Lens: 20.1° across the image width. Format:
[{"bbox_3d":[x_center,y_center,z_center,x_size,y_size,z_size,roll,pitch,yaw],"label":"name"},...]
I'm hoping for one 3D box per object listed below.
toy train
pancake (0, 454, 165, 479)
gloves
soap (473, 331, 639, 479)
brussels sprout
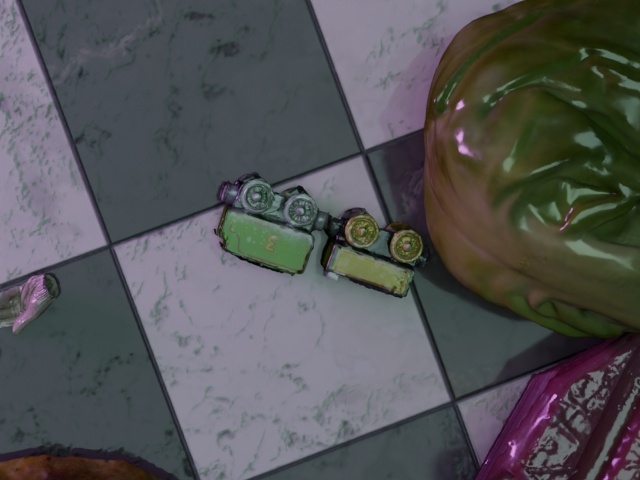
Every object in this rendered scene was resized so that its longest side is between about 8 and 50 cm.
[{"bbox_3d":[0.000,0.000,1.656,0.202,0.060,0.081,18,96,-6],"label":"toy train"},{"bbox_3d":[-0.236,0.338,1.633,0.427,0.067,0.305,29,90,-8],"label":"pancake"},{"bbox_3d":[-0.263,0.056,1.637,0.081,0.037,0.044,-22,57,10],"label":"gloves"},{"bbox_3d":[0.261,0.219,1.653,0.220,0.127,0.325,30,87,-7],"label":"soap"},{"bbox_3d":[0.231,-0.069,1.589,0.328,0.247,0.328,0,81,0],"label":"brussels sprout"}]
